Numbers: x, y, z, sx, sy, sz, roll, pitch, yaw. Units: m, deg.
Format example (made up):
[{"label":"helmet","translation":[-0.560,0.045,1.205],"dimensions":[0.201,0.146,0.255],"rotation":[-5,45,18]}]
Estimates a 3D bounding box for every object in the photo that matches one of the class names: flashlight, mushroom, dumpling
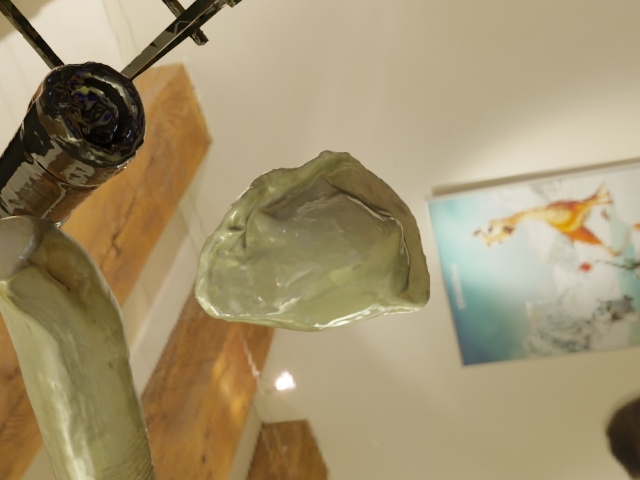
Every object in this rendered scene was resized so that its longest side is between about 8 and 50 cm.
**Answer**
[{"label":"flashlight","translation":[-0.258,-0.049,0.847],"dimensions":[0.103,0.424,0.103],"rotation":[7,-105,-28]},{"label":"mushroom","translation":[-0.196,0.129,0.765],"dimensions":[0.123,0.095,0.351],"rotation":[-86,-14,-58]},{"label":"dumpling","translation":[0.000,0.000,0.770],"dimensions":[0.228,0.124,0.151],"rotation":[-4,-91,-37]}]

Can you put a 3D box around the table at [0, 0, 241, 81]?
[{"label":"table","translation":[-0.199,-0.343,1.031],"dimensions":[0.272,0.335,0.222],"rotation":[51,-127,-12]}]
